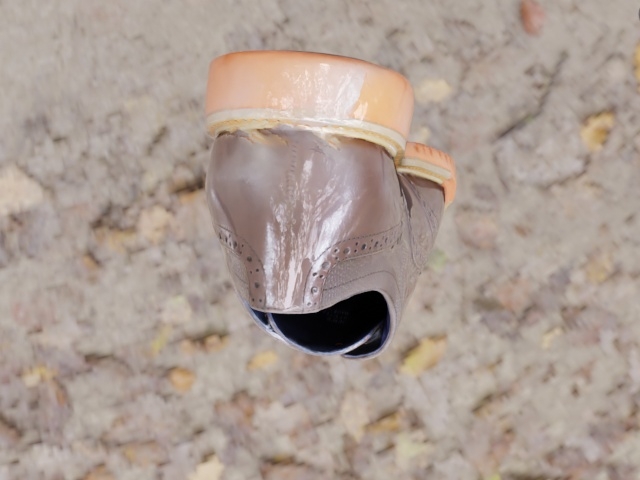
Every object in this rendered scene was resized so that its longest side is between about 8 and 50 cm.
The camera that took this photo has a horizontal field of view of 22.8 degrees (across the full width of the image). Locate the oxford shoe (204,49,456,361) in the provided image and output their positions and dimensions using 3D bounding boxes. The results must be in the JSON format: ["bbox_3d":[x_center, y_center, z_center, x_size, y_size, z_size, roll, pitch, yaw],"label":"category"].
[{"bbox_3d":[0.000,0.000,0.873,0.130,0.364,0.132,4,83,11],"label":"oxford shoe"}]

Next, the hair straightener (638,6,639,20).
[{"bbox_3d":[0.301,-0.092,1.033,0.230,0.089,0.047,39,123,-7],"label":"hair straightener"}]
